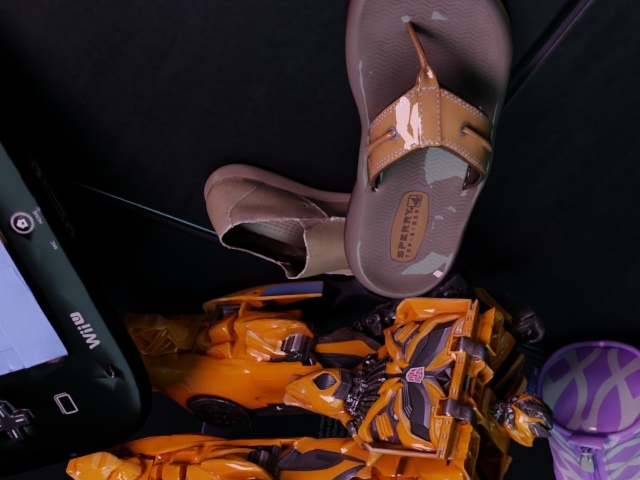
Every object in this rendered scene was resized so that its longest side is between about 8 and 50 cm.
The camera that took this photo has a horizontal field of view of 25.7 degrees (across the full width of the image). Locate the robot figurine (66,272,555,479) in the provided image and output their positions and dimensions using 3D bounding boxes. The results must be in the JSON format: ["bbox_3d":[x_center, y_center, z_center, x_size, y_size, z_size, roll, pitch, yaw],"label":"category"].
[{"bbox_3d":[-0.004,0.106,0.848,0.291,0.211,0.085,-7,140,29],"label":"robot figurine"}]

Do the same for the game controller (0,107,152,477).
[{"bbox_3d":[-0.222,0.002,0.797,0.166,0.067,0.319,-13,119,25],"label":"game controller"}]

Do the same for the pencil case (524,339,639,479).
[{"bbox_3d":[0.199,0.154,0.959,0.086,0.088,0.206,-5,140,18],"label":"pencil case"}]

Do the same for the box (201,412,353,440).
[{"bbox_3d":[0.002,0.192,1.033,0.158,0.093,0.156,-1,140,12],"label":"box"}]

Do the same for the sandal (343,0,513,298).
[{"bbox_3d":[0.051,-0.049,0.738,0.090,0.060,0.219,5,126,-6],"label":"sandal"}]

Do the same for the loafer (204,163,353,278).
[{"bbox_3d":[0.000,0.000,0.832,0.148,0.050,0.056,14,140,-8],"label":"loafer"}]
